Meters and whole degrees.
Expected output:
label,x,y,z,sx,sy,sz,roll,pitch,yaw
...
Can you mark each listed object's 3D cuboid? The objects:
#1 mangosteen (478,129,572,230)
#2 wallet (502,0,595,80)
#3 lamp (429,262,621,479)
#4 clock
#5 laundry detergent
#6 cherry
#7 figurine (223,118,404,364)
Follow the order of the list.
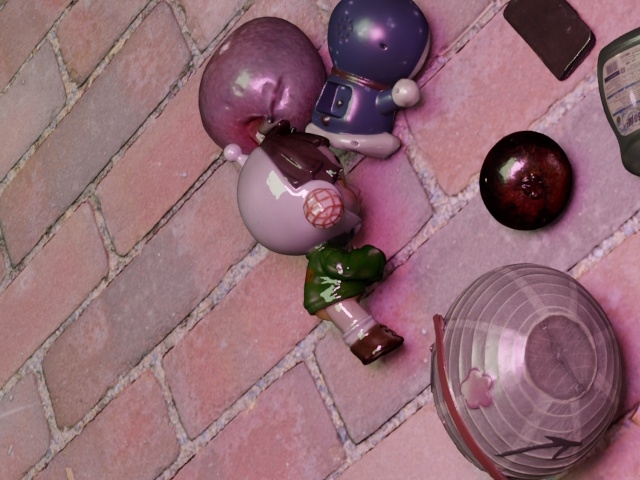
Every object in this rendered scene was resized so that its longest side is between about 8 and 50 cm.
label,x,y,z,sx,sy,sz,roll,pitch,yaw
mangosteen,0.263,-0.081,1.689,0.140,0.140,0.140,-14,70,42
wallet,0.309,-0.291,1.758,0.082,0.018,0.156,-52,49,23
lamp,0.244,0.163,1.563,0.233,0.233,0.265,-27,73,37
clock,0.074,-0.247,1.896,0.199,0.146,0.243,27,106,49
laundry detergent,0.417,-0.152,1.573,0.144,0.078,0.221,-25,62,34
cherry,-0.092,-0.236,2.025,0.213,0.183,0.266,-24,42,31
figurine,0.000,0.000,1.833,0.167,0.281,0.370,-28,83,-1
